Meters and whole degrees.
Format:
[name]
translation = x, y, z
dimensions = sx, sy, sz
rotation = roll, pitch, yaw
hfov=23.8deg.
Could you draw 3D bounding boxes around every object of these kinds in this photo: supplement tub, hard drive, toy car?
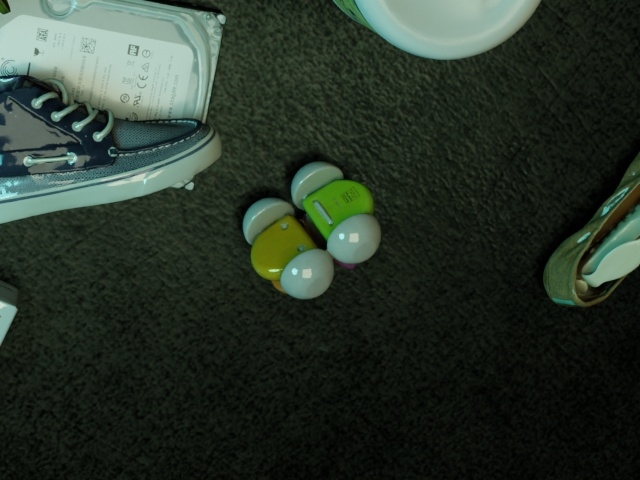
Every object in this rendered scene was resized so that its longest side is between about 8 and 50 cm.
[supplement tub]
translation = 0.120, -0.355, 1.813
dimensions = 0.241, 0.331, 0.241
rotation = -3, 105, -10
[hard drive]
translation = -0.306, -0.205, 1.919
dimensions = 0.339, 0.064, 0.237
rotation = 10, 103, -12
[toy car]
translation = 0.000, 0.000, 2.004
dimensions = 0.182, 0.159, 0.136
rotation = -37, 143, 1

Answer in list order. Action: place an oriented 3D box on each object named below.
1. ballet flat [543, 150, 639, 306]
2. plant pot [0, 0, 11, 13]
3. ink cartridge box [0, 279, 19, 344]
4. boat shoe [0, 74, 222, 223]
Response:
[ballet flat]
translation = 0.442, -0.035, 2.073
dimensions = 0.342, 0.124, 0.116
rotation = -45, 109, 4
[plant pot]
translation = -0.584, -0.337, 1.660
dimensions = 0.353, 0.366, 0.366
rotation = -27, 109, -5
[ink cartridge box]
translation = -0.498, 0.132, 1.965
dimensions = 0.148, 0.086, 0.203
rotation = 24, 101, -16
[boat shoe]
translation = -0.297, -0.131, 1.838
dimensions = 0.340, 0.127, 0.158
rotation = -15, 115, -6
